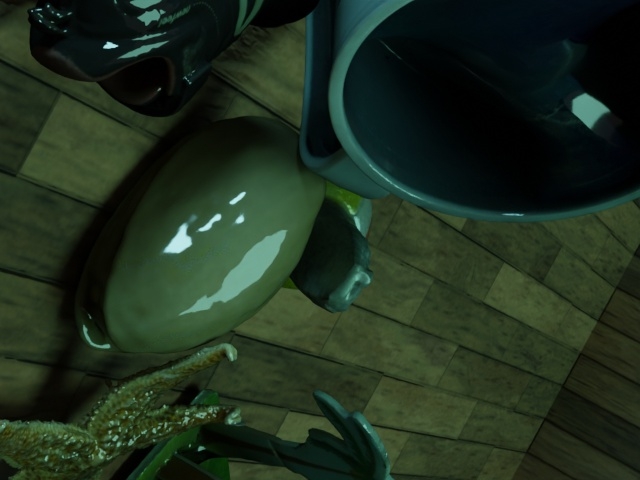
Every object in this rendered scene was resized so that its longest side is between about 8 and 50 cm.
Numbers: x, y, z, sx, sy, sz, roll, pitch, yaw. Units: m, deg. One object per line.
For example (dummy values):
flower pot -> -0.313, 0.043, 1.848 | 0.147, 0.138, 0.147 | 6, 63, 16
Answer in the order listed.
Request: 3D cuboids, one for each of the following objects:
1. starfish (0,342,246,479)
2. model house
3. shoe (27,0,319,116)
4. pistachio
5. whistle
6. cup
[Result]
starfish -> -0.161, 0.141, 1.385 | 0.231, 0.048, 0.295 | -28, 159, -2
model house -> -0.057, 0.311, 1.550 | 0.300, 0.324, 0.340 | -51, 158, -29
shoe -> -0.088, -0.142, 1.164 | 0.291, 0.114, 0.137 | -5, 116, -64
pistachio -> -0.087, 0.001, 1.371 | 0.226, 0.136, 0.136 | -44, 156, -22
whistle -> 0.000, 0.000, 1.481 | 0.123, 0.223, 0.123 | -7, 114, -16
cup -> 0.132, -0.192, 1.294 | 0.331, 0.257, 0.311 | 105, -10, -54
